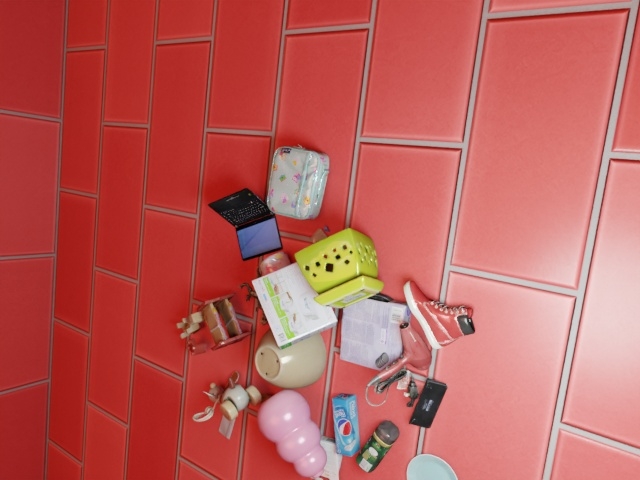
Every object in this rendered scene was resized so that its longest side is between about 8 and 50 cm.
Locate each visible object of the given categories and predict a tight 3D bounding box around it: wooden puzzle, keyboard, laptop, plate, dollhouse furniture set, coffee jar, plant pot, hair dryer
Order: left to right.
[{"bbox_3d":[-0.482,0.394,2.210,0.374,0.152,0.201,-36,73,48],"label":"dollhouse furniture set"},{"bbox_3d":[-0.404,0.770,2.235,0.072,0.014,0.255,28,107,35],"label":"keyboard"},{"bbox_3d":[-0.312,-0.060,2.051,0.235,0.264,0.136,-17,46,33],"label":"laptop"},{"bbox_3d":[-0.146,0.455,1.937,0.284,0.191,0.283,2,94,34],"label":"plant pot"},{"bbox_3d":[0.000,0.000,1.921,0.116,0.014,0.078,-41,75,29],"label":"wooden puzzle"},{"bbox_3d":[0.079,0.109,1.710,0.228,0.227,0.207,-27,68,20],"label":"plant pot"},{"bbox_3d":[0.205,0.731,1.771,0.079,0.096,0.184,38,111,24],"label":"coffee jar"},{"bbox_3d":[0.273,0.410,1.639,0.080,0.224,0.293,20,103,56],"label":"hair dryer"},{"bbox_3d":[0.350,0.550,1.685,0.108,0.023,0.180,16,104,-6],"label":"keyboard"},{"bbox_3d":[0.386,0.821,1.698,0.188,0.024,0.188,3,95,34],"label":"plate"}]

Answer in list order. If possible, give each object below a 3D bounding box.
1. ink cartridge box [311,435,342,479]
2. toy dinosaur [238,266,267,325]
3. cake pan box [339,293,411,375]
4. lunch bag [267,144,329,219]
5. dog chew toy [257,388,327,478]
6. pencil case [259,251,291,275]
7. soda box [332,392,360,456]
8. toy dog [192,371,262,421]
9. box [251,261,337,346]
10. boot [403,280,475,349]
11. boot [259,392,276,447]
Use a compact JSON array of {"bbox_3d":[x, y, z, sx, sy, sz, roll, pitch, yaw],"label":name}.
[{"bbox_3d":[0.019,0.856,1.944,0.146,0.045,0.179,1,102,33],"label":"ink cartridge box"},{"bbox_3d":[-0.271,0.220,2.066,0.118,0.064,0.267,5,115,30],"label":"toy dinosaur"},{"bbox_3d":[0.193,0.324,1.776,0.246,0.070,0.266,6,96,31],"label":"cake pan box"},{"bbox_3d":[-0.084,-0.225,1.907,0.224,0.108,0.278,17,102,32],"label":"lunch bag"},{"bbox_3d":[-0.095,0.735,1.873,0.207,0.207,0.331,-42,73,28],"label":"dog chew toy"},{"bbox_3d":[-0.134,0.181,1.960,0.124,0.113,0.273,-34,74,13],"label":"pencil case"},{"bbox_3d":[0.097,0.686,1.856,0.067,0.071,0.209,-5,89,34],"label":"soda box"},{"bbox_3d":[-0.405,0.641,2.105,0.334,0.220,0.160,-15,100,34],"label":"toy dog"},{"bbox_3d":[-0.094,0.230,1.819,0.231,0.126,0.261,-23,73,-9],"label":"box"},{"bbox_3d":[0.395,0.215,1.626,0.176,0.088,0.244,-34,82,30],"label":"boot"},{"bbox_3d":[-0.195,0.743,2.059,0.153,0.073,0.197,13,88,32],"label":"boot"}]
